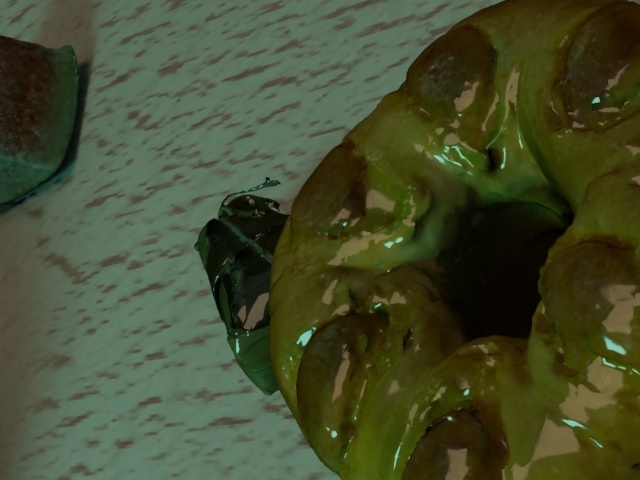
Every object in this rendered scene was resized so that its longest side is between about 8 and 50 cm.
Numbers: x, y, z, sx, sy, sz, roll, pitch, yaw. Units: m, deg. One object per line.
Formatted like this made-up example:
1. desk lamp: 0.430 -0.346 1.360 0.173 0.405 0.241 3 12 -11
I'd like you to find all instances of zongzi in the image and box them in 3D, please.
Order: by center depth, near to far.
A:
1. zongzi: 0.000 0.000 0.747 0.119 0.055 0.109 -37 40 10

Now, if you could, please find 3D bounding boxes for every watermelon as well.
1. watermelon: -0.216 -0.088 0.989 0.121 0.158 0.098 -16 49 8

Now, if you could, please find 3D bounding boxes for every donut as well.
1. donut: 0.085 0.016 0.586 0.226 0.114 0.227 -28 47 35
